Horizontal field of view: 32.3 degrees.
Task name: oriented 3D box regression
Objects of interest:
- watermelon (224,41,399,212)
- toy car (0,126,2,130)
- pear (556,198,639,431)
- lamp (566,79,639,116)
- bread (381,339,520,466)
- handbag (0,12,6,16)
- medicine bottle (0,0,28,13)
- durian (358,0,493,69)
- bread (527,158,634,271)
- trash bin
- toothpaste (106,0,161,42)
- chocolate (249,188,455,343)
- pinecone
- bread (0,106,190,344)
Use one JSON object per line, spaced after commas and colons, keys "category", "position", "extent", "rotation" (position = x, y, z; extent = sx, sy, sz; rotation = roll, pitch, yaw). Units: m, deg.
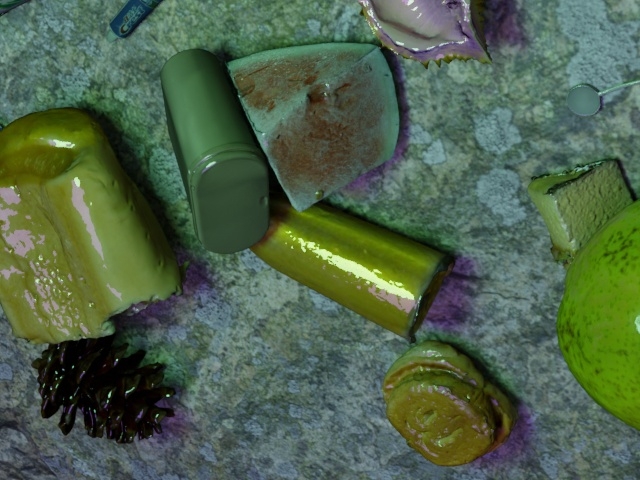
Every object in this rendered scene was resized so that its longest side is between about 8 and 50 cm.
{"category": "watermelon", "position": [-0.015, -0.183, 1.706], "extent": [0.262, 0.201, 0.213], "rotation": [-9, 122, 23]}
{"category": "toy car", "position": [-0.651, -0.155, 2.110], "extent": [0.171, 0.070, 0.080], "rotation": [-34, 64, 36]}
{"category": "pear", "position": [0.511, 0.104, 1.519], "extent": [0.391, 0.391, 0.391], "rotation": [13, 124, 19]}
{"category": "lamp", "position": [0.435, -0.214, 1.557], "extent": [0.198, 0.056, 0.050], "rotation": [-17, 113, 37]}
{"category": "bread", "position": [0.218, 0.291, 1.930], "extent": [0.236, 0.120, 0.198], "rotation": [43, 130, -3]}
{"category": "handbag", "position": [-0.684, -0.393, 1.887], "extent": [0.190, 0.251, 0.193], "rotation": [-22, 117, 42]}
{"category": "medicine bottle", "position": [-0.484, -0.488, 1.744], "extent": [0.325, 0.212, 0.212], "rotation": [-16, 111, 33]}
{"category": "durian", "position": [0.138, -0.405, 1.555], "extent": [0.191, 0.112, 0.341], "rotation": [-3, 110, 38]}
{"category": "bread", "position": [0.400, -0.042, 1.673], "extent": [0.152, 0.127, 0.147], "rotation": [-24, 107, 0]}
{"category": "trash bin", "position": [-0.172, -0.142, 1.755], "extent": [0.121, 0.247, 0.243], "rotation": [-15, 147, -12]}
{"category": "toothpaste", "position": [-0.298, -0.390, 1.824], "extent": [0.057, 0.034, 0.197], "rotation": [37, 129, -19]}
{"category": "chocolate", "position": [0.000, 0.000, 1.854], "extent": [0.445, 0.162, 0.162], "rotation": [26, 127, 15]}
{"category": "pinecone", "position": [-0.429, 0.281, 2.178], "extent": [0.309, 0.244, 0.244], "rotation": [21, 127, 4]}
{"category": "bread", "position": [-0.443, -0.043, 1.982], "extent": [0.361, 0.250, 0.394], "rotation": [-12, 109, 29]}
